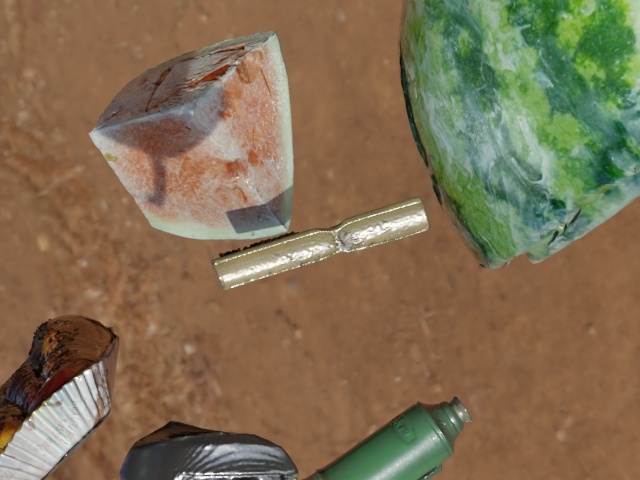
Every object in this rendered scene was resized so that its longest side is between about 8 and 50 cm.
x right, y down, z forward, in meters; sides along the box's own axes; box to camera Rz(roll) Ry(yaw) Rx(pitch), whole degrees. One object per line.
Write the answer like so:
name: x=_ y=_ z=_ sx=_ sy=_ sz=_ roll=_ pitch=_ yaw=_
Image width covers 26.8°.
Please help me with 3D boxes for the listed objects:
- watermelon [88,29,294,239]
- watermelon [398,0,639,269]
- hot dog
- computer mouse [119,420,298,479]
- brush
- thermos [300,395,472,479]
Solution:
watermelon: x=-0.150 y=-0.121 z=1.691 sx=0.213 sy=0.201 sz=0.261 roll=-8 pitch=93 yaw=21
watermelon: x=0.126 y=-0.092 z=0.668 sx=0.305 sy=0.180 sz=0.224 roll=135 pitch=141 yaw=-81
hot dog: x=-0.170 y=0.097 z=0.839 sx=0.059 sy=0.108 sz=0.191 roll=45 pitch=178 yaw=-12
computer mouse: x=-0.103 y=0.214 z=1.196 sx=0.057 sy=0.172 sz=0.099 roll=1 pitch=-91 yaw=-76
brush: x=0.000 y=0.000 z=1.516 sx=0.036 sy=0.248 sz=0.043 roll=-95 pitch=-14 yaw=-66
thermos: x=0.078 y=0.234 z=1.414 sx=0.083 sy=0.188 sz=0.073 roll=56 pitch=176 yaw=-1
